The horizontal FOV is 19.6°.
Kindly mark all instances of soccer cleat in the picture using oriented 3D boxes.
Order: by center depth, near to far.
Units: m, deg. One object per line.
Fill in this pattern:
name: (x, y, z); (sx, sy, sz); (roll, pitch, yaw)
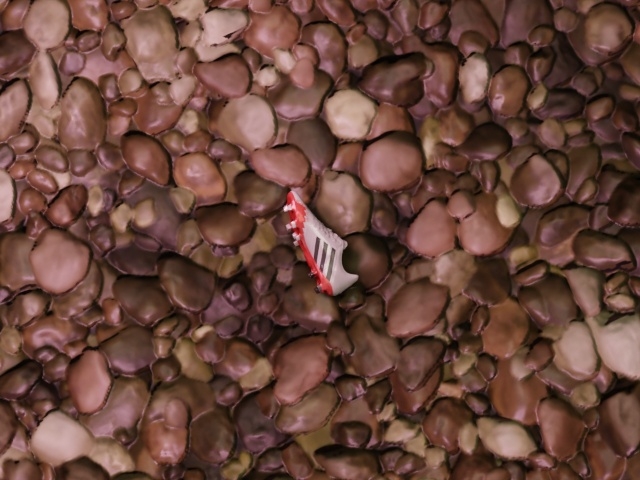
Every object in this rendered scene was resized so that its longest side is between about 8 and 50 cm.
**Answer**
soccer cleat: (0.000, 0.000, 1.361); (0.035, 0.029, 0.083); (-23, 89, -12)
